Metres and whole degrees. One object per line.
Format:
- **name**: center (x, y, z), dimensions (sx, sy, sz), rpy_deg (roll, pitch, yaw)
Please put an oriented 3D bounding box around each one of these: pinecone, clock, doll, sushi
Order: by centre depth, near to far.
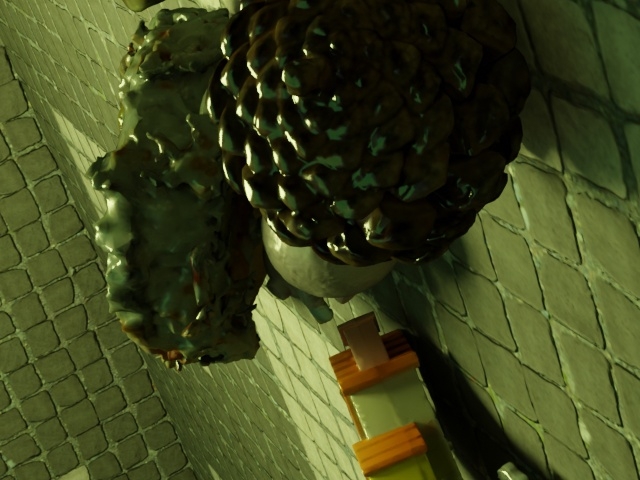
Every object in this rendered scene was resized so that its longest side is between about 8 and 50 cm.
- **pinecone**: center (0.033, -0.103, 1.037), dimensions (0.257, 0.244, 0.243), rpy_deg (-81, -35, -81)
- **doll**: center (0.000, 0.000, 1.472), dimensions (0.151, 0.151, 0.287), rpy_deg (61, 167, 5)
- **clock**: center (0.085, 0.221, 1.546), dimensions (0.219, 0.106, 0.255), rpy_deg (71, 176, -58)
- **sushi**: center (-0.153, -0.058, 1.565), dimensions (0.417, 0.176, 0.417), rpy_deg (180, 90, -87)

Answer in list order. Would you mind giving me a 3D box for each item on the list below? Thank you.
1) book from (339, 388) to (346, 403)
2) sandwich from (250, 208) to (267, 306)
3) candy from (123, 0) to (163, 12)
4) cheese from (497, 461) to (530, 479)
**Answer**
- **book**: center (0.077, 0.249, 1.875), dimensions (0.172, 0.012, 0.118), rpy_deg (57, 163, 19)
- **sandwich**: center (-0.120, -0.027, 1.907), dimensions (0.090, 0.088, 0.244), rpy_deg (24, 137, 52)
- **candy**: center (-0.214, -0.375, 1.578), dimensions (0.234, 0.104, 0.102), rpy_deg (60, 159, 4)
- **cheese**: center (0.223, 0.339, 1.457), dimensions (0.163, 0.082, 0.286), rpy_deg (36, 147, 55)
